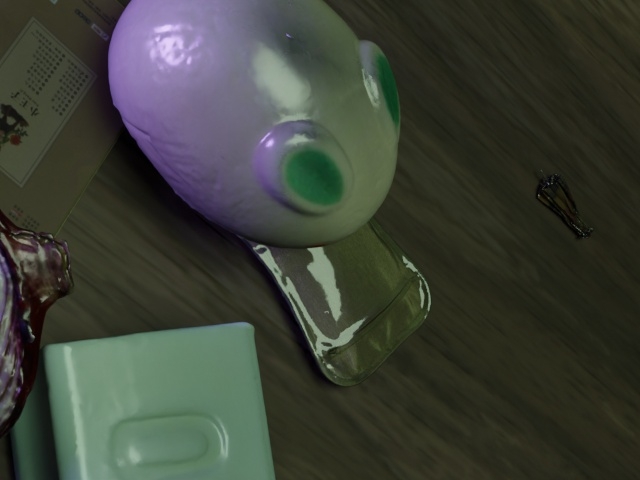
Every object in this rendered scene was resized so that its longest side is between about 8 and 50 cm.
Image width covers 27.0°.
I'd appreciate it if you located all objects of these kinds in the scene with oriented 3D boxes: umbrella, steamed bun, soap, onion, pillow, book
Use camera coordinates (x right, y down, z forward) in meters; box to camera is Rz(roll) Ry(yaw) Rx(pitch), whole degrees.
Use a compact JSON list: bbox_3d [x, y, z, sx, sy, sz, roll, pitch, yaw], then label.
[{"bbox_3d":[0.225,-0.033,1.228,0.083,0.020,0.031,53,54,-24],"label":"umbrella"},{"bbox_3d":[-0.035,-0.100,0.931,0.228,0.131,0.177,51,55,-9],"label":"steamed bun"},{"bbox_3d":[-0.107,0.193,0.869,0.160,0.087,0.265,-3,82,-38],"label":"soap"},{"bbox_3d":[-0.228,0.022,0.797,0.151,0.098,0.205,-13,95,-14],"label":"onion"},{"bbox_3d":[0.000,0.000,1.029,0.130,0.033,0.217,-42,105,-31],"label":"pillow"},{"bbox_3d":[-0.196,-0.101,0.907,0.138,0.016,0.198,43,57,-24],"label":"book"}]
